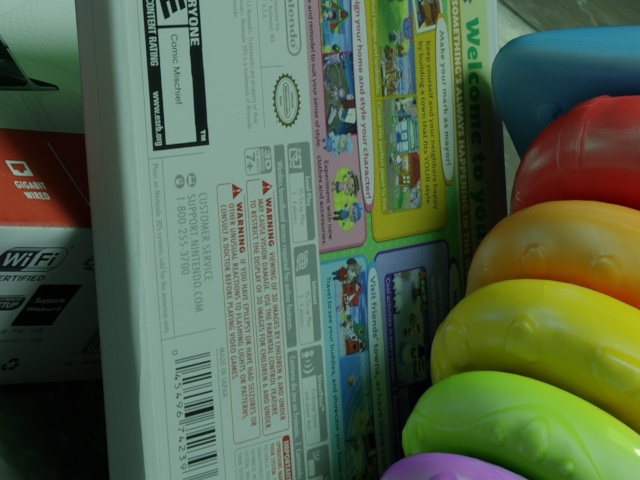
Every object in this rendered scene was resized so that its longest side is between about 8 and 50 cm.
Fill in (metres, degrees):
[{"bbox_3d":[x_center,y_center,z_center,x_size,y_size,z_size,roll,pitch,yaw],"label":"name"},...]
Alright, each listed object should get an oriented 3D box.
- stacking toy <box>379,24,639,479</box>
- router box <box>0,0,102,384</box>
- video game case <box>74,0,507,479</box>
[{"bbox_3d":[0.079,0.083,0.586,0.302,0.175,0.166,-50,130,-29],"label":"stacking toy"},{"bbox_3d":[-0.177,-0.086,0.636,0.335,0.082,0.301,0,47,-49],"label":"router box"},{"bbox_3d":[0.000,0.000,0.622,0.193,0.023,0.212,-10,99,-48],"label":"video game case"}]
